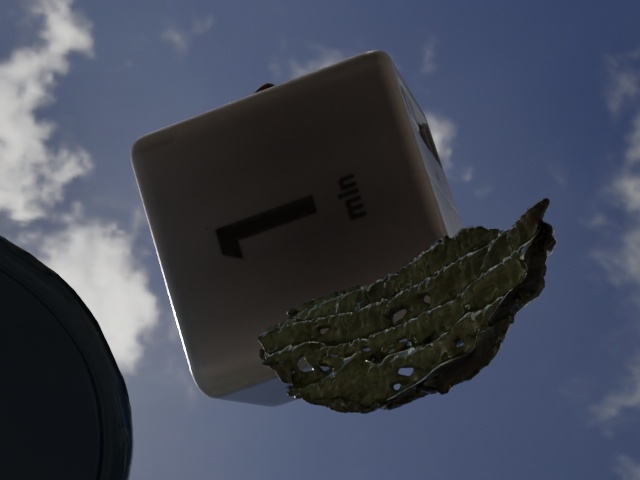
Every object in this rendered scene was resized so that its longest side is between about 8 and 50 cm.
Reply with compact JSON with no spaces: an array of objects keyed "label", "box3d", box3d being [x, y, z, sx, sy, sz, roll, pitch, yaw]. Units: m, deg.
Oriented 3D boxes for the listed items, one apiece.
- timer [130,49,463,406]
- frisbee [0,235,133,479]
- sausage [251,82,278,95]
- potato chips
[{"label":"timer","box3d":[0.000,0.000,0.994,0.195,0.192,0.194,-20,-103,9]},{"label":"frisbee","box3d":[-0.263,0.117,0.881,0.289,0.049,0.290,0,-77,0]},{"label":"sausage","box3d":[-0.065,-0.086,1.177,0.129,0.034,0.034,-53,-122,34]},{"label":"potato chips","box3d":[0.028,0.040,0.630,0.207,0.028,0.092,-23,-144,47]}]
